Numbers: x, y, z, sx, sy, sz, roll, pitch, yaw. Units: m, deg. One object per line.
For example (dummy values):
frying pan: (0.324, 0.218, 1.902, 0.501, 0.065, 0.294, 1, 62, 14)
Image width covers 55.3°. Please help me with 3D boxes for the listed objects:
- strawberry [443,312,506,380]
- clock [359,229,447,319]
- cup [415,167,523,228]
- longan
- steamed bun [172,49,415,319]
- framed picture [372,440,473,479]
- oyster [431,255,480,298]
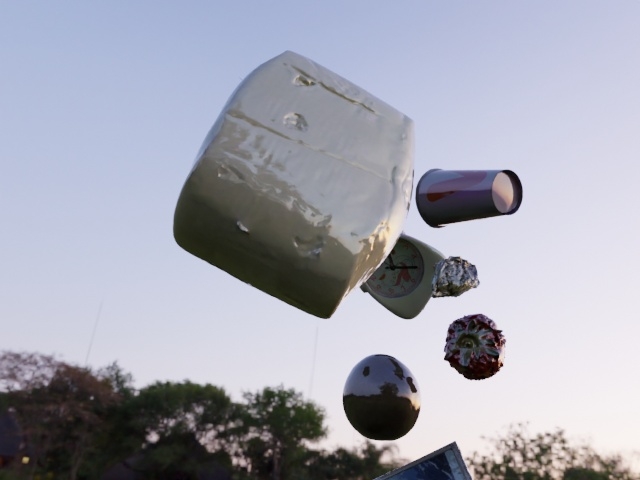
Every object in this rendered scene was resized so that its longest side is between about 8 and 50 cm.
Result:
strawberry: (0.441, 0.313, 1.733, 0.187, 0.184, 0.201, 42, -13, 33)
clock: (0.251, 0.091, 2.097, 0.324, 0.265, 0.108, 34, 5, -1)
cup: (0.457, -0.138, 1.859, 0.203, 0.202, 0.288, 23, -11, -31)
longan: (0.170, 0.428, 1.671, 0.248, 0.248, 0.248, 5, -26, 2)
steamed bun: (-0.028, -0.089, 1.118, 0.371, 0.455, 0.290, 29, -35, 0)
framed picture: (0.235, 0.592, 1.375, 0.247, 0.022, 0.335, -27, 9, 5)
oyster: (0.393, 0.110, 1.804, 0.177, 0.124, 0.064, -5, -36, -20)
